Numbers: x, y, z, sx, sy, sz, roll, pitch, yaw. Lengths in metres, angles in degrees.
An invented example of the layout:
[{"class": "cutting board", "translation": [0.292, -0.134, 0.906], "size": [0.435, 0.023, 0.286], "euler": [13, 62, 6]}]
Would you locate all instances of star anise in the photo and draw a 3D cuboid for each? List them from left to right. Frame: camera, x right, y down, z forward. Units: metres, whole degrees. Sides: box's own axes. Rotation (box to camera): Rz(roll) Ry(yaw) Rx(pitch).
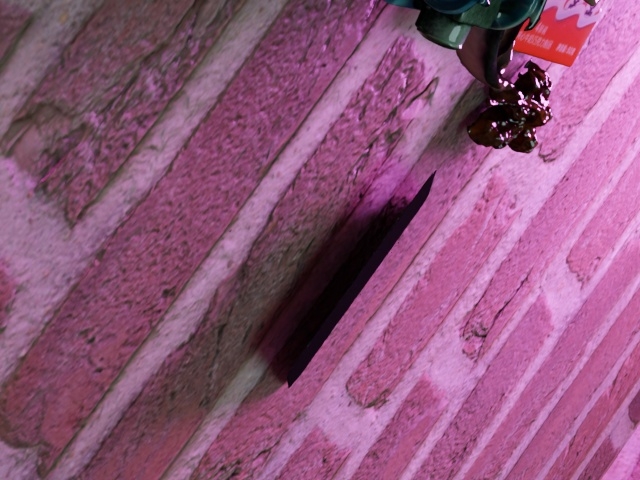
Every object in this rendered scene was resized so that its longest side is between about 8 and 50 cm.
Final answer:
[{"class": "star anise", "translation": [0.197, -0.135, 1.817], "size": [0.191, 0.070, 0.097], "euler": [1, 121, -60]}]

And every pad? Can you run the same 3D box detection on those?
[{"class": "pad", "translation": [0.019, 0.012, 1.671], "size": [0.250, 0.055, 0.323], "euler": [-53, 156, -8]}]

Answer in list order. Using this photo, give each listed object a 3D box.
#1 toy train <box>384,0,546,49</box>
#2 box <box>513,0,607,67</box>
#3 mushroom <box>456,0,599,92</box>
[{"class": "toy train", "translation": [0.110, -0.261, 1.379], "size": [0.112, 0.163, 0.203], "euler": [4, 115, -57]}, {"class": "box", "translation": [0.245, -0.306, 1.717], "size": [0.273, 0.048, 0.265], "euler": [1, 118, -61]}, {"class": "mushroom", "translation": [0.224, -0.292, 1.533], "size": [0.344, 0.130, 0.247], "euler": [-46, 163, -2]}]
